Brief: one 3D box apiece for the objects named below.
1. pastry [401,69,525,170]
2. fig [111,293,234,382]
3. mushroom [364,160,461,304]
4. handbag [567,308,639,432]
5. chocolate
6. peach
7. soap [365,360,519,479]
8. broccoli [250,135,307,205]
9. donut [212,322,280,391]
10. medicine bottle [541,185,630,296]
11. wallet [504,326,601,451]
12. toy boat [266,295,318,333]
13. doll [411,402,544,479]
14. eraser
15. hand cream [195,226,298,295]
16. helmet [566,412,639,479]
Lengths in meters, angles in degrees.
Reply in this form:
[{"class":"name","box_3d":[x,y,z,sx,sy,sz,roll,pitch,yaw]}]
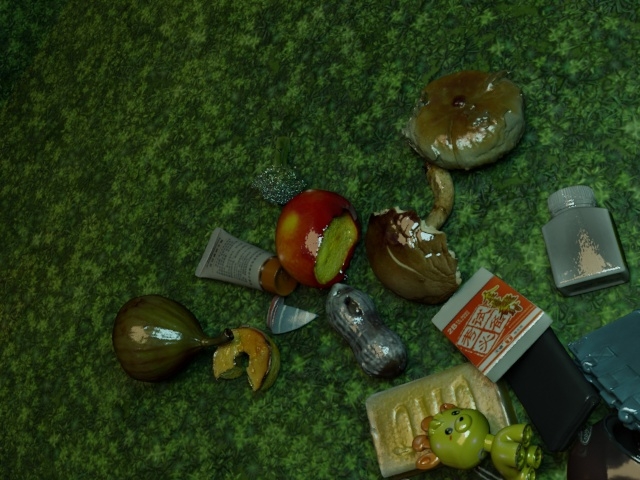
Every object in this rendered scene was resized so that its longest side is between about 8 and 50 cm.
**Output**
[{"class":"pastry","box_3d":[0.313,-0.263,1.558,0.236,0.121,0.257,27,71,37]},{"class":"fig","box_3d":[-0.345,0.239,1.749,0.321,0.217,0.216,0,72,32]},{"class":"mushroom","box_3d":[0.229,-0.022,1.519,0.233,0.208,0.301,38,88,8]},{"class":"handbag","box_3d":[0.535,0.223,1.210,0.179,0.062,0.229,-25,29,-5]},{"class":"chocolate","box_3d":[0.094,0.193,1.559,0.110,0.110,0.248,-41,56,12]},{"class":"peach","box_3d":[0.000,0.000,1.640,0.190,0.196,0.226,111,151,-47]},{"class":"soap","box_3d":[0.236,0.348,1.419,0.274,0.089,0.173,-25,61,21]},{"class":"broccoli","box_3d":[-0.100,-0.183,1.831,0.122,0.118,0.204,-38,40,40]},{"class":"donut","box_3d":[-0.164,0.274,1.708,0.181,0.078,0.146,7,75,40]},{"class":"medicine bottle","box_3d":[0.496,-0.003,1.389,0.132,0.088,0.188,-18,63,25]},{"class":"wallet","box_3d":[0.402,0.248,1.308,0.250,0.044,0.149,-111,38,-57]},{"class":"toy boat","box_3d":[-0.067,0.181,1.706,0.122,0.034,0.096,13,85,33]},{"class":"doll","box_3d":[0.269,0.356,1.287,0.221,0.135,0.143,0,44,34]},{"class":"eraser","box_3d":[0.321,0.155,1.402,0.157,0.038,0.230,-48,25,3]},{"class":"hand cream","box_3d":[-0.194,0.063,1.800,0.314,0.089,0.139,20,82,40]},{"class":"helmet","box_3d":[0.497,0.387,1.173,0.193,0.189,0.216,-30,88,27]}]
